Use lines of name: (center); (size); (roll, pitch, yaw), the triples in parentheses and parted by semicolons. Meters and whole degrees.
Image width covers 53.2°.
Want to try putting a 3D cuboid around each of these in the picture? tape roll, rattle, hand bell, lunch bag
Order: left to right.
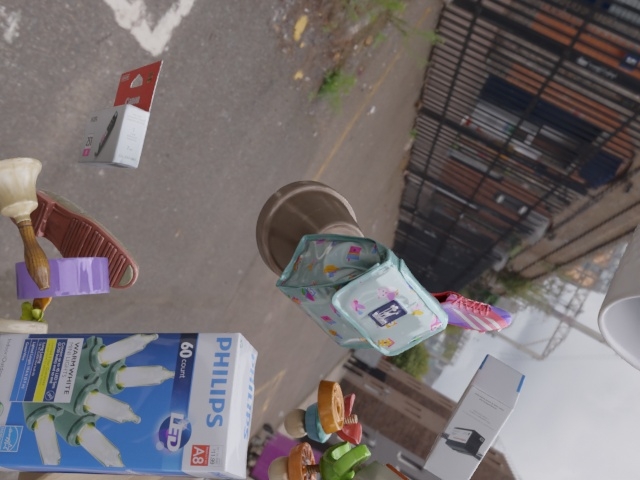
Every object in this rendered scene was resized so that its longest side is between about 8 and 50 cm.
rattle: (-0.655, 0.131, 1.302); (0.130, 0.200, 0.142); (-157, -101, -69)
hand bell: (-0.552, -0.021, 1.203); (0.126, 0.241, 0.126); (-22, 173, -3)
tape roll: (-0.558, 0.082, 1.390); (0.189, 0.189, 0.080); (10, 75, -80)
lunch bag: (0.086, 0.100, 1.207); (0.262, 0.223, 0.160); (-3, -131, 46)

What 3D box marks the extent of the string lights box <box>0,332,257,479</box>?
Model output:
string lights box: (-0.202, 0.166, 0.647); (0.076, 0.260, 0.133); (69, 21, -62)

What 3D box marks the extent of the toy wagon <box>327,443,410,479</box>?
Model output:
toy wagon: (0.104, 0.450, 0.928); (0.068, 0.267, 0.344); (-25, 153, -22)

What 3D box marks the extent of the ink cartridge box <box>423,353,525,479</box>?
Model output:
ink cartridge box: (0.433, 0.507, 1.797); (0.223, 0.129, 0.307); (-29, 145, -61)

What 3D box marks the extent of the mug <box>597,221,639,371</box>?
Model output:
mug: (0.581, 0.045, 0.923); (0.328, 0.276, 0.374); (-56, 163, -22)

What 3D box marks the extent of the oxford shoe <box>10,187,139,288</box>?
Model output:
oxford shoe: (-0.609, -0.020, 1.652); (0.140, 0.397, 0.146); (-56, 172, 15)

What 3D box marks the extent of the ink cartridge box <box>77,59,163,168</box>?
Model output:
ink cartridge box: (-0.453, -0.282, 1.428); (0.275, 0.060, 0.238); (10, -93, 54)

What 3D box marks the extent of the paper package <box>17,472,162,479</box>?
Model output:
paper package: (-0.514, 0.486, 1.484); (0.310, 0.168, 0.325); (-32, -164, -13)

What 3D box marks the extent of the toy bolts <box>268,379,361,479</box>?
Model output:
toy bolts: (-0.021, 0.371, 1.274); (0.228, 0.159, 0.218); (-39, 119, -74)

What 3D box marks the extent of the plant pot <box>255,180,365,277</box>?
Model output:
plant pot: (0.000, 0.000, 1.528); (0.263, 0.263, 0.229); (-61, -154, 1)

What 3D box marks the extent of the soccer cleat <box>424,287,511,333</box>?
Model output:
soccer cleat: (0.371, 0.179, 1.662); (0.083, 0.248, 0.095); (-67, 159, -60)
